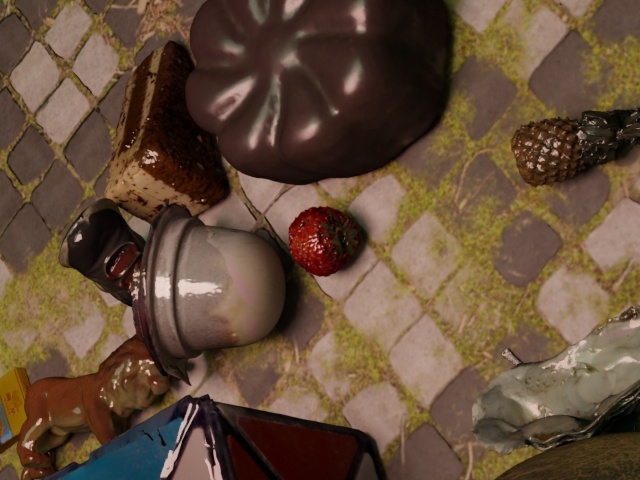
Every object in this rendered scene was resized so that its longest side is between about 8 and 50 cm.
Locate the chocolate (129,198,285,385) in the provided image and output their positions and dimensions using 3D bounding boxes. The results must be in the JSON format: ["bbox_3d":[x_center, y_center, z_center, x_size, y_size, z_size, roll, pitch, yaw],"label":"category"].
[{"bbox_3d":[-0.116,0.063,1.653,0.147,0.221,0.221,7,86,19],"label":"chocolate"}]

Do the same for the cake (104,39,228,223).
[{"bbox_3d":[-0.216,-0.147,1.774,0.112,0.135,0.246,-30,65,29],"label":"cake"}]

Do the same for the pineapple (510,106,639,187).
[{"bbox_3d":[0.278,-0.103,1.457,0.159,0.074,0.074,-16,73,28],"label":"pineapple"}]

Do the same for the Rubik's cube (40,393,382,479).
[{"bbox_3d":[-0.110,0.367,1.495,0.310,0.305,0.307,-32,62,27],"label":"Rubik's cube"}]

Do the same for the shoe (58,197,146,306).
[{"bbox_3d":[-0.233,0.028,1.718,0.112,0.227,0.099,35,83,15],"label":"shoe"}]

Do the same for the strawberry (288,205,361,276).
[{"bbox_3d":[0.000,0.000,1.633,0.096,0.083,0.083,-28,63,60],"label":"strawberry"}]

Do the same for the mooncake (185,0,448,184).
[{"bbox_3d":[-0.009,-0.206,1.630,0.306,0.154,0.306,-5,81,36],"label":"mooncake"}]

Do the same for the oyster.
[{"bbox_3d":[0.272,0.137,1.394,0.252,0.087,0.199,-34,22,-12],"label":"oyster"}]

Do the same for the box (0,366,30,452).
[{"bbox_3d":[-0.446,0.247,1.935,0.155,0.023,0.087,-36,60,24],"label":"box"}]

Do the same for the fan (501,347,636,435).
[{"bbox_3d":[0.248,0.165,1.465,0.175,0.005,0.113,41,104,33],"label":"fan"}]

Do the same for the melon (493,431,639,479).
[{"bbox_3d":[0.258,0.302,1.288,0.329,0.248,0.249,-27,67,17],"label":"melon"}]

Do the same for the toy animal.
[{"bbox_3d":[-0.291,0.209,1.801,0.312,0.097,0.158,-16,62,34],"label":"toy animal"}]
